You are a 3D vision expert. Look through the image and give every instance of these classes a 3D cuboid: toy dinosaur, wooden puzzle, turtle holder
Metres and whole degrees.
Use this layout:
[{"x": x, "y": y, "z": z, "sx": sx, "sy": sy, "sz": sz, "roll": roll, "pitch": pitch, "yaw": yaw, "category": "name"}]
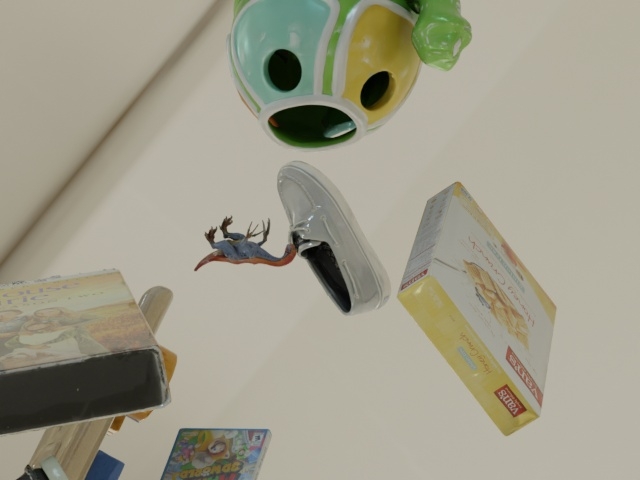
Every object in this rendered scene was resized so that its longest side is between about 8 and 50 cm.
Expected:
[{"x": -0.062, "y": 0.009, "z": 1.774, "sx": 0.082, "sy": 0.090, "sz": 0.047, "roll": 38, "pitch": -143, "yaw": 21, "category": "toy dinosaur"}, {"x": -0.270, "y": 0.232, "z": 2.275, "sx": 0.080, "sy": 0.322, "sz": 0.348, "roll": 29, "pitch": 159, "yaw": -10, "category": "wooden puzzle"}, {"x": 0.036, "y": -0.236, "z": 2.454, "sx": 0.320, "sy": 0.227, "sz": 0.243, "roll": 4, "pitch": 150, "yaw": 9, "category": "turtle holder"}]

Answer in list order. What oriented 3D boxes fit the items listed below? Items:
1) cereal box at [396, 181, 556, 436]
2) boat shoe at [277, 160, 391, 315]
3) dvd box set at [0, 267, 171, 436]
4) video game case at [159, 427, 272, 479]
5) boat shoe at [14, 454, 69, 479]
[{"x": 0.153, "y": 0.060, "z": 1.850, "sx": 0.173, "sy": 0.047, "sz": 0.240, "roll": 52, "pitch": -159, "yaw": -13, "category": "cereal box"}, {"x": 0.000, "y": 0.000, "z": 2.025, "sx": 0.063, "sy": 0.066, "sz": 0.184, "roll": -21, "pitch": -102, "yaw": -41, "category": "boat shoe"}, {"x": -0.315, "y": 0.108, "z": 1.828, "sx": 0.420, "sy": 0.307, "sz": 0.062, "roll": -140, "pitch": 42, "yaw": -77, "category": "dvd box set"}, {"x": -0.133, "y": 0.285, "z": 2.252, "sx": 0.119, "sy": 0.166, "sz": 0.015, "roll": -1, "pitch": 135, "yaw": 22, "category": "video game case"}, {"x": -0.236, "y": 0.280, "z": 1.717, "sx": 0.081, "sy": 0.068, "sz": 0.228, "roll": 48, "pitch": 157, "yaw": 41, "category": "boat shoe"}]
